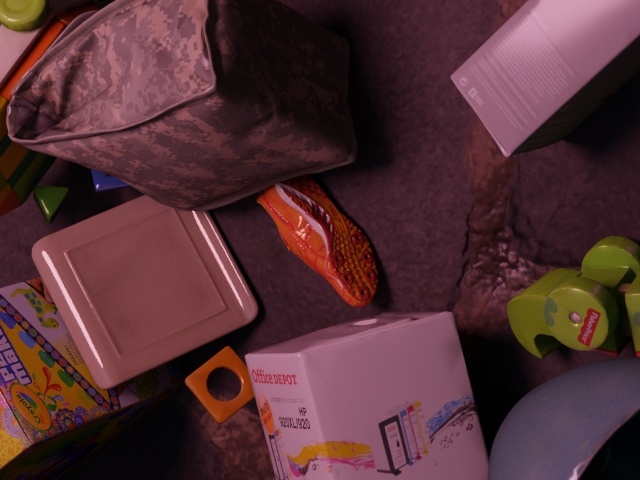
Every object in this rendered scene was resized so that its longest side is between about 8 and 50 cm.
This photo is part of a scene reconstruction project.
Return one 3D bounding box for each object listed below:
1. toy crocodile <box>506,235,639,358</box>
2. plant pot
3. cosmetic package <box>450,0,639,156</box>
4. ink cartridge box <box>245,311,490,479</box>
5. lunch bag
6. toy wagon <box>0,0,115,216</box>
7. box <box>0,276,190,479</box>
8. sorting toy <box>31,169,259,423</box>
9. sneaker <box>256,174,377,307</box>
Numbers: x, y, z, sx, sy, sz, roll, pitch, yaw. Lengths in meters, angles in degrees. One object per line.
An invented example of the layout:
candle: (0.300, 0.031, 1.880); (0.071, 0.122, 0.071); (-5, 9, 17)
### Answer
toy crocodile: (0.321, 0.063, 1.500); (0.340, 0.115, 0.105); (-1, 115, 35)
plant pot: (0.263, 0.223, 1.496); (0.195, 0.290, 0.290); (32, 119, 55)
cosmetic package: (0.246, -0.191, 1.489); (0.238, 0.127, 0.107); (-41, 77, 34)
ink cartridge box: (0.051, 0.199, 1.630); (0.171, 0.168, 0.233); (170, 86, -69)
lunch bag: (-0.143, -0.138, 1.666); (0.287, 0.235, 0.169); (-18, 65, 33)
toy wagon: (-0.298, -0.179, 1.763); (0.068, 0.267, 0.344); (32, 75, 13)
box: (-0.356, 0.183, 1.858); (0.290, 0.279, 0.177); (-38, 79, 33)
sorting toy: (-0.191, 0.050, 1.807); (0.348, 0.196, 0.047); (61, 162, 11)
sneaker: (0.000, 0.000, 1.734); (0.175, 0.064, 0.067); (56, 141, 18)
